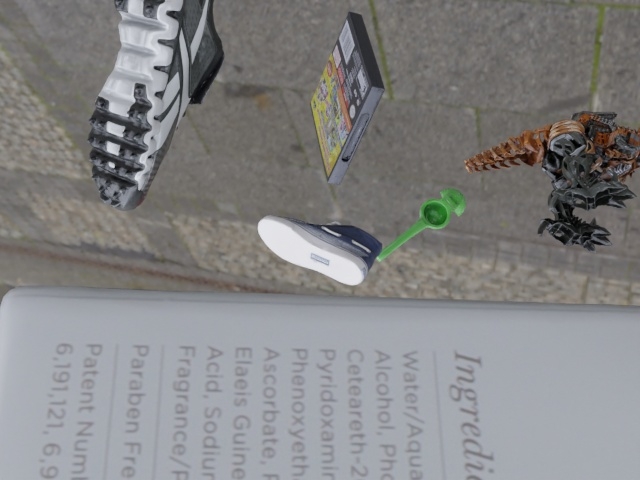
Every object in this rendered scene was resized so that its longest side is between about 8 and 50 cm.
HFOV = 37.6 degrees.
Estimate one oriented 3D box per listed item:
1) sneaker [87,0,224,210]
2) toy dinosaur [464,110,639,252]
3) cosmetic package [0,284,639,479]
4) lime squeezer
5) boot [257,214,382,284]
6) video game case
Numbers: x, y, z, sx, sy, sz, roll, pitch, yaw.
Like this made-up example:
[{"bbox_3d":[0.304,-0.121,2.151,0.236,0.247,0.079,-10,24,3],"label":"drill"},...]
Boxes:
[{"bbox_3d":[-0.131,-0.137,0.807,0.078,0.234,0.106,23,-162,37],"label":"sneaker"},{"bbox_3d":[0.400,-0.113,1.478,0.322,0.218,0.164,-12,146,18],"label":"toy dinosaur"},{"bbox_3d":[0.035,0.238,0.500,0.394,0.327,0.329,2,151,-5],"label":"cosmetic package"},{"bbox_3d":[0.202,-0.048,1.719,0.110,0.310,0.059,-23,95,35],"label":"lime squeezer"},{"bbox_3d":[0.000,0.000,1.481,0.190,0.086,0.069,28,132,11],"label":"boot"},{"bbox_3d":[0.050,-0.296,1.945,0.035,0.275,0.248,9,132,-20],"label":"video game case"}]
